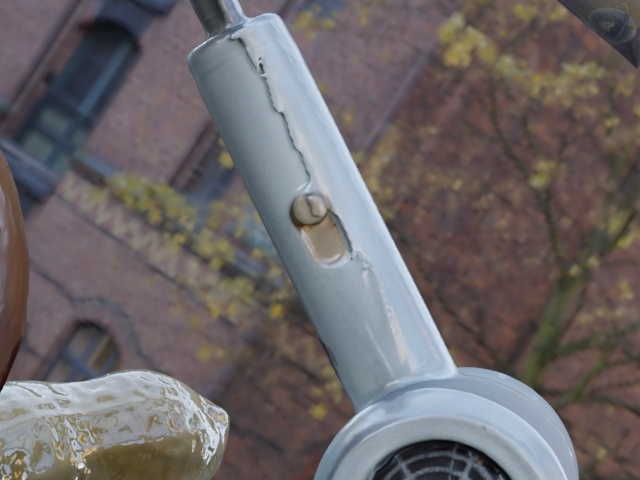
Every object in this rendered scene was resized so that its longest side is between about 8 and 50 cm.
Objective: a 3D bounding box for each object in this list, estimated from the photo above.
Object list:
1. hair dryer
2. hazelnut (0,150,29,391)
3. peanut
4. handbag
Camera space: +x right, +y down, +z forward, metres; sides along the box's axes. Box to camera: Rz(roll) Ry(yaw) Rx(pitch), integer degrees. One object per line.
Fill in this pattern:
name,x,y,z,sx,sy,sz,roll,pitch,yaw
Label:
hair dryer,0.000,0.000,0.700,0.357,0.107,0.173,62,6,6
hazelnut,-0.315,0.006,0.717,0.366,0.366,0.366,33,-1,1
peanut,-0.176,0.161,1.193,0.274,0.125,0.111,1,44,-46
handbag,0.278,-0.258,1.517,0.173,0.117,0.095,35,43,-14
